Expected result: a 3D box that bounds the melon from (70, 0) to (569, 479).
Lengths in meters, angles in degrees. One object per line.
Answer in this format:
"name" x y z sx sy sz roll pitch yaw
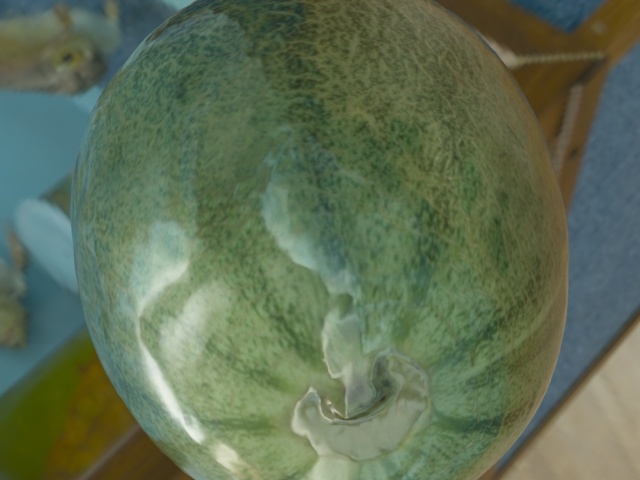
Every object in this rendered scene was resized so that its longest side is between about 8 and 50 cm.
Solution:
"melon" 0.000 0.000 0.827 0.329 0.248 0.249 -111 -4 -63
